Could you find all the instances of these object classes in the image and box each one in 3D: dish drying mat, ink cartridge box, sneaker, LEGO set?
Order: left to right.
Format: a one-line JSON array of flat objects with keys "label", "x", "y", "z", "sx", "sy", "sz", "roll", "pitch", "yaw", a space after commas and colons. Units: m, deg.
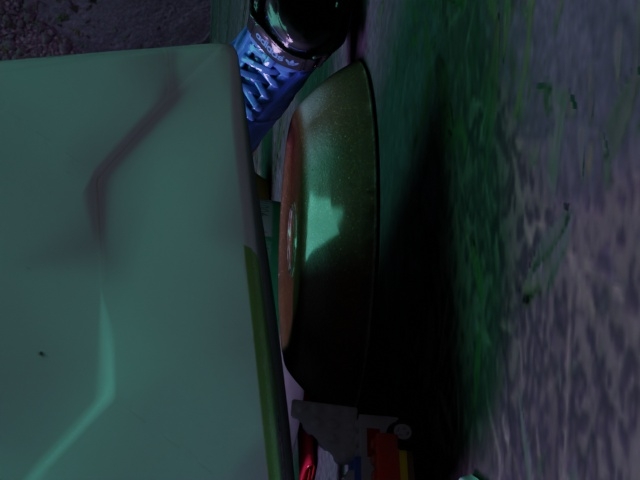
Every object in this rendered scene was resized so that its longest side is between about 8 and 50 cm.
[{"label": "ink cartridge box", "x": -0.073, "y": 0.093, "z": 0.702, "sx": 0.353, "sy": 0.119, "sz": 0.207, "roll": 86, "pitch": 178, "yaw": -63}, {"label": "sneaker", "x": -0.035, "y": -0.095, "z": 0.846, "sx": 0.152, "sy": 0.058, "sz": 0.084, "roll": -48, "pitch": -4, "yaw": -15}, {"label": "dish drying mat", "x": -0.010, "y": 0.121, "z": 1.011, "sx": 0.032, "sy": 0.008, "sz": 0.083, "roll": 101, "pitch": 170, "yaw": -47}, {"label": "LEGO set", "x": 0.017, "y": 0.163, "z": 0.566, "sx": 0.244, "sy": 0.060, "sz": 0.182, "roll": -161, "pitch": 77, "yaw": -84}]

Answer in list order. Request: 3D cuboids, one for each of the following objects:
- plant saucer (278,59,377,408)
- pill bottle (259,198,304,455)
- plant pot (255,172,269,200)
[{"label": "plant saucer", "x": 0.000, "y": 0.000, "z": 0.843, "sx": 0.198, "sy": 0.036, "sz": 0.198, "roll": -179, "pitch": 90, "yaw": -83}, {"label": "pill bottle", "x": -0.192, "y": 0.054, "z": 1.023, "sx": 0.204, "sy": 0.361, "sz": 0.204, "roll": -173, "pitch": 90, "yaw": -85}, {"label": "plant pot", "x": -0.097, "y": -0.025, "z": 1.435, "sx": 0.134, "sy": 0.095, "sz": 0.134, "roll": -179, "pitch": 90, "yaw": -83}]
